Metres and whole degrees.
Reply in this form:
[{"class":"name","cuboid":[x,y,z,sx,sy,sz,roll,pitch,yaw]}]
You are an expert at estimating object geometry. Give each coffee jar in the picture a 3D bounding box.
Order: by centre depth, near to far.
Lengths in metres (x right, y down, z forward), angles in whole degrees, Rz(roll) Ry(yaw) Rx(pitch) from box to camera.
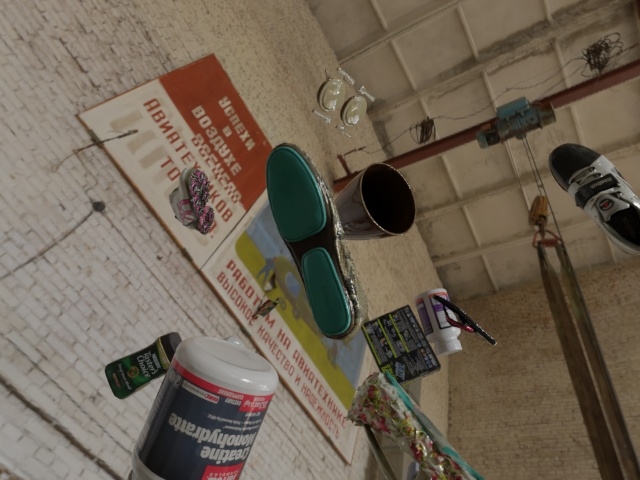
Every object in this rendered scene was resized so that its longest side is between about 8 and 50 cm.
[{"class":"coffee jar","cuboid":[-0.416,0.300,1.038,0.184,0.079,0.096,-28,-102,-6]}]

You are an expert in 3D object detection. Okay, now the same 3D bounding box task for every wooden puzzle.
[{"class":"wooden puzzle","cuboid":[-0.138,0.171,1.083,0.049,0.083,0.006,7,-46,54]}]

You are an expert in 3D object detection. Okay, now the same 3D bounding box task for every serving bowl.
[{"class":"serving bowl","cuboid":[-0.280,0.347,1.381,0.027,0.083,0.083,-34,-72,33]}]

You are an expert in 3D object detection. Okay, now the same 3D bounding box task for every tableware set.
[{"class":"tableware set","cuboid":[0.053,-0.361,1.113,0.039,0.194,0.128,42,-74,33]}]

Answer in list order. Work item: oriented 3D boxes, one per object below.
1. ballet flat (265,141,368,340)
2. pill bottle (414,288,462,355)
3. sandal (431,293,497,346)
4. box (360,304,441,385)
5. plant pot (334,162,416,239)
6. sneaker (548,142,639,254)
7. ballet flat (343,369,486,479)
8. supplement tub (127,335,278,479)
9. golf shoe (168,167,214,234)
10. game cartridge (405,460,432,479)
[{"class":"ballet flat","cuboid":[0.000,0.000,1.052,0.164,0.182,0.482,-21,-93,26]},{"class":"pill bottle","cuboid":[0.375,0.258,1.346,0.108,0.193,0.108,-11,-24,-5]},{"class":"sandal","cuboid":[0.319,0.188,0.962,0.179,0.067,0.040,41,-91,-3]},{"class":"box","cuboid":[0.301,0.407,1.636,0.216,0.270,0.060,-23,-31,-2]},{"class":"plant pot","cuboid":[0.124,-0.085,1.269,0.215,0.215,0.230,46,-39,-15]},{"class":"sneaker","cuboid":[0.680,-0.109,1.020,0.122,0.146,0.330,-43,-108,26]},{"class":"ballet flat","cuboid":[0.112,0.231,0.416,0.077,0.241,0.091,-41,-45,-9]},{"class":"supplement tub","cuboid":[-0.206,0.325,0.749,0.191,0.191,0.272,22,-94,2]},{"class":"golf shoe","cuboid":[-0.256,-0.075,0.815,0.086,0.067,0.186,18,-31,1]},{"class":"game cartridge","cuboid":[0.245,0.599,0.796,0.198,0.297,0.062,27,-41,-13]}]
